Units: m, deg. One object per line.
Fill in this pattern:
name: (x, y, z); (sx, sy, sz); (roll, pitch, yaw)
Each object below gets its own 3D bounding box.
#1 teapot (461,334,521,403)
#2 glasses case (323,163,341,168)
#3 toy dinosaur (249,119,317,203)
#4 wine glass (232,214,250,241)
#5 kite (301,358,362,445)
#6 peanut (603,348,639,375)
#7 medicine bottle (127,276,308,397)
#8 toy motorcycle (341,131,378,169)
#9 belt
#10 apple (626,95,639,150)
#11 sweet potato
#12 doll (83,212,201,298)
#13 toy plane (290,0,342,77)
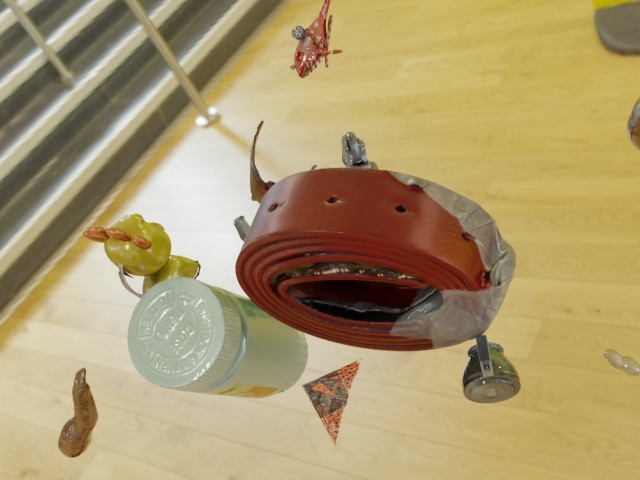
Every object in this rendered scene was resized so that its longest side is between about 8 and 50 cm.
teapot: (0.191, 0.145, 0.884); (0.066, 0.088, 0.057); (-12, 48, 12)
glasses case: (0.000, 0.000, 1.715); (0.336, 0.144, 0.076); (-64, 3, -18)
toy dinosaur: (0.009, -0.073, 1.389); (0.327, 0.206, 0.113); (18, 52, 28)
wine glass: (-0.164, -0.017, 1.737); (0.042, 0.083, 0.039); (-12, 22, 46)
kite: (0.013, 0.370, 1.858); (0.008, 0.125, 0.222); (120, 168, -71)
peanut: (0.641, 0.261, 1.635); (0.083, 0.037, 0.037); (28, 60, 11)
medicine bottle: (-0.140, 0.160, 1.182); (0.158, 0.318, 0.158); (-6, 74, 22)
toy motorcycle: (0.070, -0.086, 1.276); (0.061, 0.193, 0.124); (-16, 0, -2)
belt: (0.066, 0.029, 0.920); (0.324, 0.227, 0.115); (7, 52, 16)
apple: (0.572, -0.197, 1.265); (0.126, 0.126, 0.102); (-17, 35, 21)
sweet potato: (-0.360, 0.267, 1.148); (0.050, 0.050, 0.214); (-90, 19, -45)
doll: (-0.312, 0.030, 1.338); (0.143, 0.221, 0.135); (9, 68, 33)
toy plane: (-0.007, -0.397, 1.421); (0.077, 0.194, 0.126); (19, 24, 32)
